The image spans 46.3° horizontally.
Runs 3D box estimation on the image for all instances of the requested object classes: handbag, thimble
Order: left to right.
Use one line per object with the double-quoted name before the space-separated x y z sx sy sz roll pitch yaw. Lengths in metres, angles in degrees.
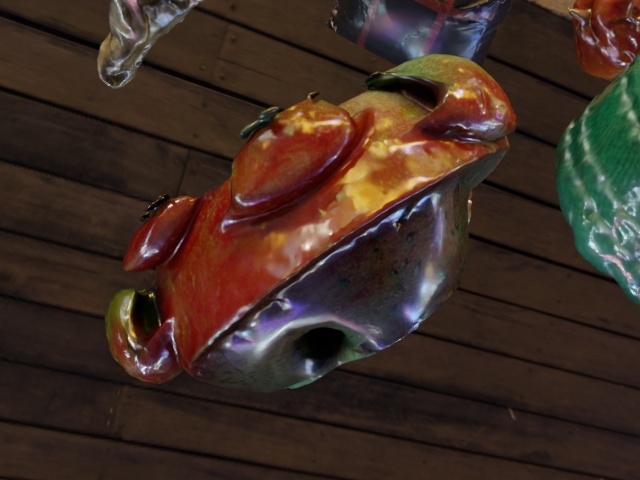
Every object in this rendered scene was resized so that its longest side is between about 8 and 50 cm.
"handbag" 0.131 -0.308 0.936 0.215 0.169 0.155 29 55 2
"thimble" 0.366 -0.064 0.729 0.254 0.288 0.167 34 134 -8

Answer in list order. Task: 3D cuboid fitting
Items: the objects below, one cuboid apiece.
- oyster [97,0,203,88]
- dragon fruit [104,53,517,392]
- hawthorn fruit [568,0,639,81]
"oyster" -0.078 -0.316 0.548 0.111 0.204 0.396 13 78 -45
"dragon fruit" 0.000 0.000 0.468 0.268 0.295 0.130 -35 91 -35
"hawthorn fruit" 0.388 -0.260 0.896 0.179 0.173 0.173 -37 108 -9
